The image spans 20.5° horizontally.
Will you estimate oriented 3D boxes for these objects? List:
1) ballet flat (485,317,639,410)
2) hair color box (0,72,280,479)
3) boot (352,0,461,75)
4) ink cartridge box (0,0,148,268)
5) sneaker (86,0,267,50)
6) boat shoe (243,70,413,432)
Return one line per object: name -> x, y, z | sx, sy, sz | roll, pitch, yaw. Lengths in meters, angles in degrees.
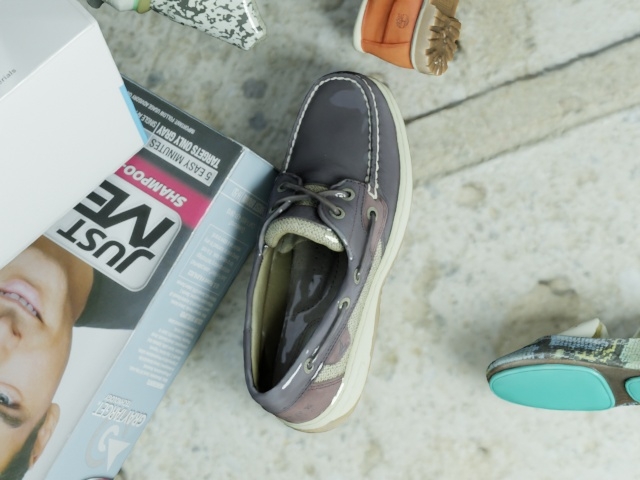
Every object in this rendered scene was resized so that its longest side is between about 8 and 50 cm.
ballet flat -> 0.212, 0.085, 1.250 | 0.188, 0.070, 0.070 | 1, 76, 23
hair color box -> -0.207, 0.057, 1.403 | 0.185, 0.113, 0.374 | 31, 90, 22
boot -> 0.075, -0.212, 1.395 | 0.084, 0.059, 0.158 | 14, 82, 32
ink cartridge box -> -0.298, -0.135, 1.284 | 0.197, 0.198, 0.270 | -42, 70, -11
sneaker -> -0.022, -0.329, 1.457 | 0.182, 0.158, 0.410 | 31, 87, -2
boat shoe -> 0.000, 0.000, 1.345 | 0.103, 0.092, 0.285 | 6, 78, 26
